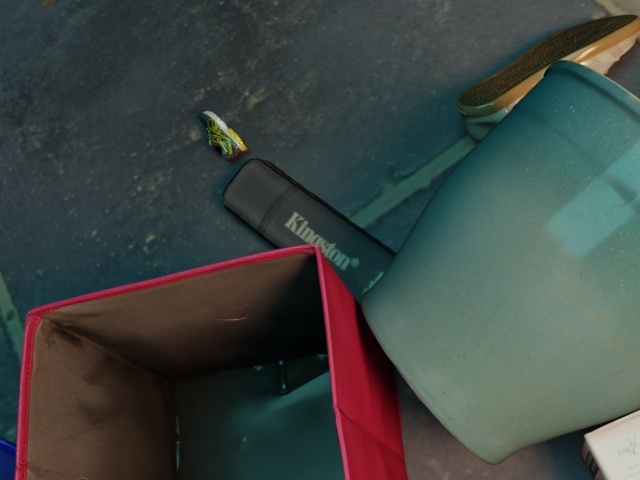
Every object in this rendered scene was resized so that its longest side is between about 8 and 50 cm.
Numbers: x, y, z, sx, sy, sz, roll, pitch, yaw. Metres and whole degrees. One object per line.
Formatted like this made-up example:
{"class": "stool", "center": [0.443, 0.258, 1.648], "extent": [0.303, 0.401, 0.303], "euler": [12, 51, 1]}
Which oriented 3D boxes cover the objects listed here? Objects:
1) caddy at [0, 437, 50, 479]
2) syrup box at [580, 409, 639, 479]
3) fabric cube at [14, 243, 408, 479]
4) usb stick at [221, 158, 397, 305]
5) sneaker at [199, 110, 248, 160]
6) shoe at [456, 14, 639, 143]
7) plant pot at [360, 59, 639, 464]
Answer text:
{"class": "caddy", "center": [-0.306, 0.334, 0.617], "extent": [0.241, 0.179, 0.341], "euler": [-31, 77, 8]}
{"class": "syrup box", "center": [0.301, 0.248, 0.562], "extent": [0.096, 0.093, 0.237], "euler": [-25, 61, 6]}
{"class": "fabric cube", "center": [-0.069, 0.188, 0.621], "extent": [0.254, 0.258, 0.259], "euler": [-13, 63, 12]}
{"class": "usb stick", "center": [0.000, 0.000, 0.805], "extent": [0.278, 0.045, 0.077], "euler": [37, 81, 28]}
{"class": "sneaker", "center": [-0.128, -0.130, 0.915], "extent": [0.035, 0.031, 0.083], "euler": [-46, 61, -5]}
{"class": "shoe", "center": [0.250, -0.177, 0.802], "extent": [0.219, 0.058, 0.076], "euler": [-29, 30, 0]}
{"class": "plant pot", "center": [0.184, 0.039, 0.612], "extent": [0.255, 0.272, 0.271], "euler": [-41, 60, 8]}
